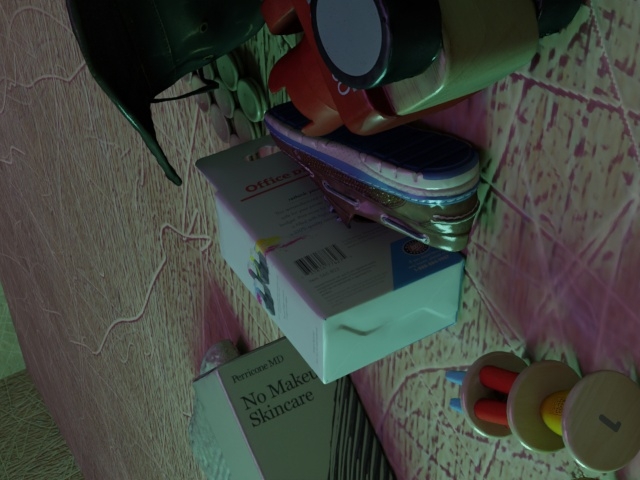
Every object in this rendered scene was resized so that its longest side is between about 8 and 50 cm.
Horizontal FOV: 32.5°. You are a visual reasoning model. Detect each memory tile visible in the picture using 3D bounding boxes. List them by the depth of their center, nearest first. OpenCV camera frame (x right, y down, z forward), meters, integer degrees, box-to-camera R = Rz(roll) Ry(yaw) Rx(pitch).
[{"bbox_3d":[-0.087,-0.135,0.931,0.148,0.012,0.113,57,156,24],"label":"memory tile"}]

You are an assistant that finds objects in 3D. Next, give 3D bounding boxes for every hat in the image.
[{"bbox_3d":[-0.109,-0.197,0.764,0.331,0.134,0.331,160,90,-87],"label":"hat"}]

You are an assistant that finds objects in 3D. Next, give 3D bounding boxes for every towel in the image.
[{"bbox_3d":[-0.083,0.246,1.242,0.187,0.049,0.282,57,155,21],"label":"towel"}]

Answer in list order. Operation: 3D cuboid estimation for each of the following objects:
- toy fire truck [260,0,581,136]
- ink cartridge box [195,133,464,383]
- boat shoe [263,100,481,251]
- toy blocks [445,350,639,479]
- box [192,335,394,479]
[{"bbox_3d":[0.000,-0.153,0.575,0.246,0.158,0.217,-27,86,58],"label":"toy fire truck"},{"bbox_3d":[0.000,0.000,0.736,0.181,0.104,0.061,48,150,41],"label":"ink cartridge box"},{"bbox_3d":[0.024,-0.041,0.680,0.183,0.066,0.066,32,136,50],"label":"boat shoe"},{"bbox_3d":[0.128,0.125,0.628,0.148,0.054,0.123,0,110,66],"label":"toy blocks"},{"bbox_3d":[0.000,0.218,0.940,0.275,0.113,0.094,65,157,4],"label":"box"}]
